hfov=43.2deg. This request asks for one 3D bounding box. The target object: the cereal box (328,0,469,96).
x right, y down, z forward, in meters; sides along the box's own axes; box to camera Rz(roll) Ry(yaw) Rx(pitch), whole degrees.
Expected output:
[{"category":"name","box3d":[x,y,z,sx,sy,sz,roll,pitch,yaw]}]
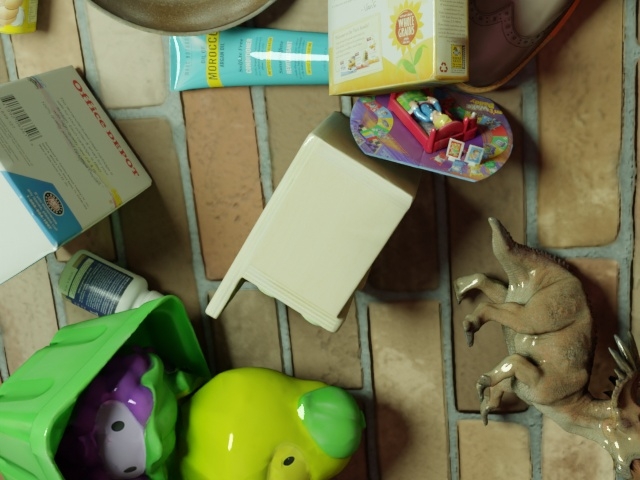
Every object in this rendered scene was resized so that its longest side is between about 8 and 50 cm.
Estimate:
[{"category":"cereal box","box3d":[0.067,-0.261,0.755,0.047,0.173,0.240,-3,96,-31]}]

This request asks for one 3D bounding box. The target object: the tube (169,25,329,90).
[{"category":"tube","box3d":[-0.071,-0.202,0.886,0.207,0.052,0.080,5,97,16]}]

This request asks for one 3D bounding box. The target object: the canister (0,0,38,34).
[{"category":"canister","box3d":[-0.368,-0.325,0.891,0.126,0.073,0.170,15,111,7]}]

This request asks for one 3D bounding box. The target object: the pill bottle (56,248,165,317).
[{"category":"pill bottle","box3d":[-0.256,0.065,0.994,0.120,0.067,0.067,26,111,3]}]

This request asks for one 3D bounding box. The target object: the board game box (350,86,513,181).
[{"category":"board game box","box3d":[0.117,-0.128,0.822,0.169,0.133,0.033,16,140,7]}]

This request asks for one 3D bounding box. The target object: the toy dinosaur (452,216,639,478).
[{"category":"toy dinosaur","box3d":[0.260,0.106,0.880,0.200,0.127,0.295,-13,92,8]}]

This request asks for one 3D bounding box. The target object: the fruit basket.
[{"category":"fruit basket","box3d":[-0.147,0.260,0.923,0.392,0.283,0.392,14,127,19]}]

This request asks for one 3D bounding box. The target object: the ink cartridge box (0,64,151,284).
[{"category":"ink cartridge box","box3d":[-0.334,-0.063,0.882,0.168,0.232,0.171,-29,100,21]}]

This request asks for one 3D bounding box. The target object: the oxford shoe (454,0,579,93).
[{"category":"oxford shoe","box3d":[0.216,-0.299,0.746,0.130,0.133,0.363,28,111,1]}]

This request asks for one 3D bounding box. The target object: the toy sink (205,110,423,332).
[{"category":"toy sink","box3d":[0.000,0.000,0.877,0.131,0.153,0.234,32,110,0]}]

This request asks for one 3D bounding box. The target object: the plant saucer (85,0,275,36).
[{"category":"plant saucer","box3d":[-0.136,-0.355,0.772,0.310,0.050,0.310,-12,119,-24]}]
